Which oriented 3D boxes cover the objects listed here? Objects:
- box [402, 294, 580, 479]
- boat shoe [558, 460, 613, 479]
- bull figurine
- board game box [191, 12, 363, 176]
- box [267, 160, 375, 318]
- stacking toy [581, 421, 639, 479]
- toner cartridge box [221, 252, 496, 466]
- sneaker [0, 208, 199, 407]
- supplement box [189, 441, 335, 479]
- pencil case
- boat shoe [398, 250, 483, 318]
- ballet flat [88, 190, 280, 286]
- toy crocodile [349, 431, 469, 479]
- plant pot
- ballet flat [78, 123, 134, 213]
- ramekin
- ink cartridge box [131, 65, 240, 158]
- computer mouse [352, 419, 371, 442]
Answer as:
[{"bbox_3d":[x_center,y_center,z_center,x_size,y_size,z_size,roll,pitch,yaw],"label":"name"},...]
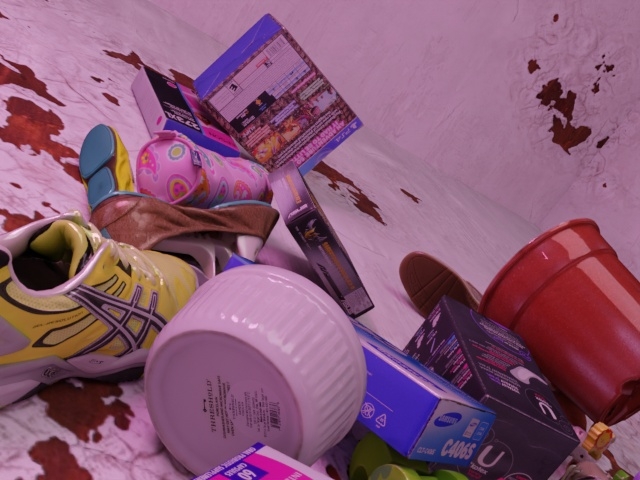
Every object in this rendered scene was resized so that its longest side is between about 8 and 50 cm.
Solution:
[{"bbox_3d":[0.234,0.229,1.049,0.165,0.143,0.270,28,19,-14],"label":"box"},{"bbox_3d":[0.367,0.369,0.974,0.103,0.113,0.302,42,2,35],"label":"boat shoe"},{"bbox_3d":[0.408,0.289,1.275,0.188,0.101,0.310,35,18,8],"label":"bull figurine"},{"bbox_3d":[-0.093,-0.299,1.553,0.291,0.232,0.141,46,8,-33],"label":"board game box"},{"bbox_3d":[0.000,0.000,1.202,0.231,0.056,0.183,59,4,-32],"label":"box"},{"bbox_3d":[0.493,0.372,1.044,0.221,0.052,0.167,47,-5,-38],"label":"stacking toy"},{"bbox_3d":[0.029,0.139,0.862,0.347,0.075,0.165,31,2,38],"label":"toner cartridge box"},{"bbox_3d":[-0.223,0.052,0.696,0.145,0.147,0.384,37,17,13],"label":"sneaker"},{"bbox_3d":[0.002,0.255,0.519,0.220,0.114,0.111,20,11,24],"label":"supplement box"},{"bbox_3d":[-0.178,-0.095,1.138,0.124,0.124,0.284,41,10,19],"label":"pencil case"},{"bbox_3d":[0.282,0.132,1.457,0.302,0.109,0.098,40,12,-3],"label":"boat shoe"},{"bbox_3d":[-0.165,0.007,1.002,0.342,0.116,0.124,5,54,-56],"label":"ballet flat"},{"bbox_3d":[0.121,0.328,0.697,0.115,0.105,0.340,19,28,-40],"label":"toy crocodile"},{"bbox_3d":[0.454,0.150,1.195,0.272,0.272,0.265,14,31,-48],"label":"plant pot"},{"bbox_3d":[-0.308,-0.089,1.049,0.077,0.077,0.231,48,9,-39],"label":"ballet flat"},{"bbox_3d":[-0.069,0.136,0.675,0.207,0.207,0.109,37,27,8],"label":"ramekin"},{"bbox_3d":[-0.279,-0.238,1.480,0.175,0.069,0.371,22,24,-35],"label":"ink cartridge box"},{"bbox_3d":[0.079,0.245,0.903,0.106,0.042,0.193,16,25,-46],"label":"computer mouse"}]
